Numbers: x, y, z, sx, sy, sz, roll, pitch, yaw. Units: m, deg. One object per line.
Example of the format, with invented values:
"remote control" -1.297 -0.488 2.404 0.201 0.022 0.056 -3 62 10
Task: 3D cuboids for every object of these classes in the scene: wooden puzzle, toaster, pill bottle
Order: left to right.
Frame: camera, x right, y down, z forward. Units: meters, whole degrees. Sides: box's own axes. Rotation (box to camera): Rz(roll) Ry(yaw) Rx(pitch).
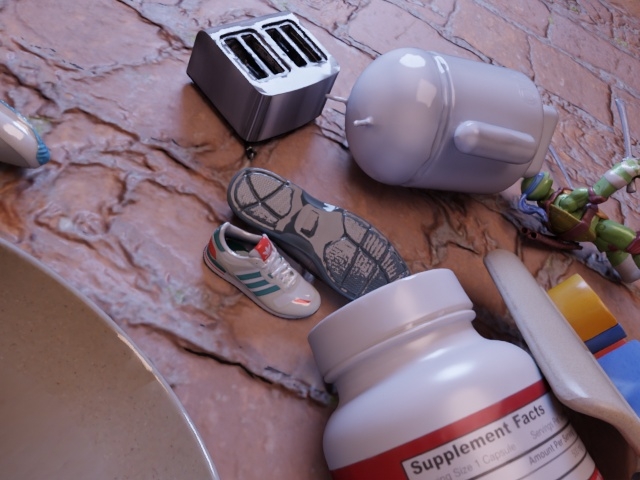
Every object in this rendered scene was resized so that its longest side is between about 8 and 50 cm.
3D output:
"toaster" -0.082 -0.243 0.730 0.168 0.110 0.185 -32 76 -34
"pill bottle" 0.141 0.243 0.453 0.229 0.229 0.407 -12 65 -29
"wooden puzzle" 0.349 0.170 0.541 0.348 0.080 0.322 44 19 -12

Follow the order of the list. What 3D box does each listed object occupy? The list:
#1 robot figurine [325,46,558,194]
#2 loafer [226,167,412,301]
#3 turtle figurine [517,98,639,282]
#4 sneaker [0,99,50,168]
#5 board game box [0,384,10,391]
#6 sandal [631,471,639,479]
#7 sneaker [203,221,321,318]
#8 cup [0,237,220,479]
"robot figurine" 0.188 -0.178 0.750 0.354 0.199 0.300 2 19 -23
"loafer" 0.000 0.000 0.635 0.268 0.084 0.096 35 77 -4
"turtle figurine" 0.491 -0.068 0.817 0.266 0.198 0.275 44 57 2
"sneaker" -0.416 -0.124 0.536 0.229 0.087 0.092 21 61 -1
"board game box" -0.379 0.049 0.475 0.136 0.030 0.259 -29 75 -36
"sandal" 0.359 0.461 0.482 0.169 0.102 0.416 15 61 -51
"sneaker" -0.065 0.035 0.587 0.161 0.075 0.057 33 53 -1
"cup" -0.251 0.175 0.305 0.237 0.331 0.331 -42 81 -5
